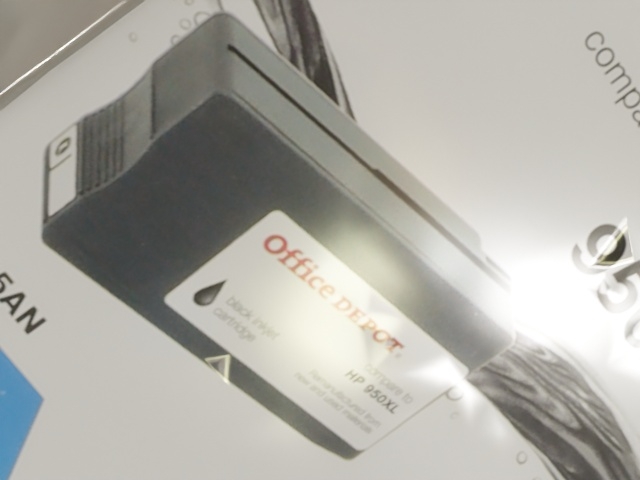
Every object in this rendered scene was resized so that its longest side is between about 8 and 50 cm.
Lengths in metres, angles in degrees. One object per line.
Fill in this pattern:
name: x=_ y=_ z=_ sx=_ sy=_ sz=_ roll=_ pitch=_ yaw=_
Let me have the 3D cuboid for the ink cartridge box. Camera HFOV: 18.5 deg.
ink cartridge box: x=0.000 y=0.000 z=0.756 sx=0.285 sy=0.395 sz=0.166 roll=53 pitch=2 yaw=-22
